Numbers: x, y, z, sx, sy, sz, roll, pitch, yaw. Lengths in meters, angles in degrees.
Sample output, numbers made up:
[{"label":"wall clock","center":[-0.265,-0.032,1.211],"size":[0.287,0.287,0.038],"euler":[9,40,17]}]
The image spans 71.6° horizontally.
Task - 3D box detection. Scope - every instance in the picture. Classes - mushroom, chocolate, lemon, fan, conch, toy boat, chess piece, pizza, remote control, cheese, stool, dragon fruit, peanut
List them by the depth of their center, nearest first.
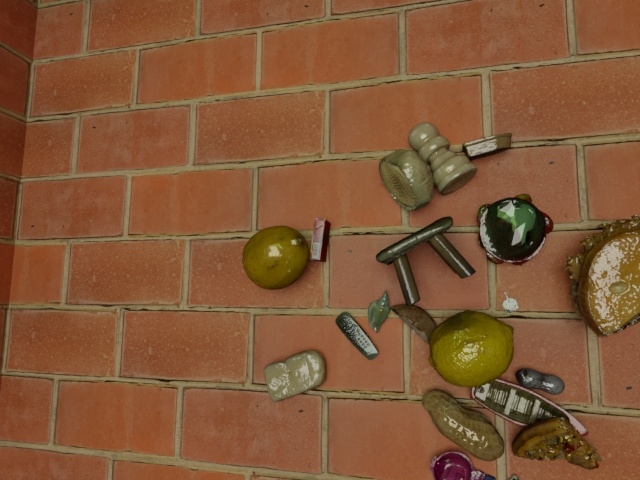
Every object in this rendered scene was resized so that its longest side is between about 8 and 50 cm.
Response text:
[{"label":"pizza","center":[0.806,0.729,1.546],"size":[0.288,0.074,0.251],"euler":[43,131,-15]},{"label":"lemon","center":[0.543,0.387,1.592],"size":[0.322,0.268,0.268],"euler":[-33,76,13]},{"label":"toy boat","center":[0.746,0.605,1.606],"size":[0.393,0.079,0.136],"euler":[19,85,17]},{"label":"chocolate","center":[0.795,0.511,1.611],"size":[0.167,0.072,0.072],"euler":[11,86,13]},{"label":"peanut","center":[0.520,0.672,1.627],"size":[0.325,0.140,0.153],"euler":[39,75,20]},{"label":"cheese","center":[0.523,0.867,1.638],"size":[0.245,0.062,0.155],"euler":[20,90,2]},{"label":"stool","center":[0.389,0.074,1.662],"size":[0.311,0.310,0.226],"euler":[-28,86,10]},{"label":"dragon fruit","center":[0.726,-0.048,1.678],"size":[0.269,0.130,0.294],"euler":[16,87,21]},{"label":"fan","center":[0.721,0.234,1.699],"size":[0.056,0.004,0.083],"euler":[-24,78,11]},{"label":"mushroom","center":[0.377,0.310,1.740],"size":[0.094,0.072,0.210],"euler":[-40,74,-22]},{"label":"toy boat","center":[0.658,-0.367,1.740],"size":[0.189,0.116,0.061],"euler":[-14,84,15]},{"label":"chess piece","center":[0.468,-0.346,1.769],"size":[0.167,0.167,0.299],"euler":[-34,72,8]},{"label":"conch","center":[0.233,0.280,1.786],"size":[0.088,0.065,0.179],"euler":[18,93,15]},{"label":"remote control","center":[0.149,0.388,1.805],"size":[0.072,0.042,0.222],"euler":[-43,74,5]},{"label":"lemon","center":[-0.178,0.067,1.813],"size":[0.310,0.258,0.257],"euler":[-35,75,32]},{"label":"cheese","center":[-0.102,0.549,1.822],"size":[0.263,0.093,0.158],"euler":[-21,81,9]}]

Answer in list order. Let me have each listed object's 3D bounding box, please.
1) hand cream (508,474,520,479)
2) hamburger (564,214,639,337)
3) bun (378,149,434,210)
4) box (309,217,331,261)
[{"label":"hand cream","center":[0.624,0.966,1.604],"size":[0.276,0.059,0.095],"euler":[-37,78,2]},{"label":"hamburger","center":[1.012,0.086,1.509],"size":[0.445,0.268,0.287],"euler":[-45,77,9]},{"label":"bun","center":[0.352,-0.246,1.740],"size":[0.152,0.259,0.259],"euler":[-35,75,-10]},{"label":"box","center":[-0.001,0.000,1.858],"size":[0.048,0.112,0.175],"euler":[6,83,15]}]
